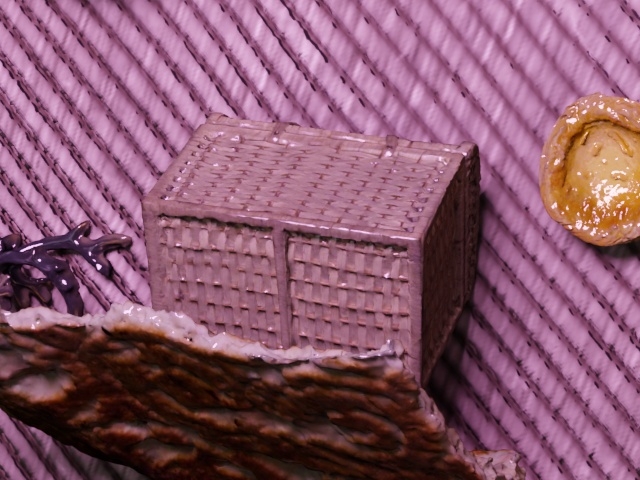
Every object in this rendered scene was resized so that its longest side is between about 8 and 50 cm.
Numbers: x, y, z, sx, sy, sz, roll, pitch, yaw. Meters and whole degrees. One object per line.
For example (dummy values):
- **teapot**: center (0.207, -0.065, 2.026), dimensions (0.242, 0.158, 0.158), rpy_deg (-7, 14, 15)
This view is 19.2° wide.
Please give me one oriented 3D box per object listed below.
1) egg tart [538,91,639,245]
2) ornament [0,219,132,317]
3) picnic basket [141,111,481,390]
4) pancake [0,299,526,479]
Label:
- **egg tart**: center (0.196, -0.048, 1.282), dimensions (0.105, 0.039, 0.105), rpy_deg (2, 98, 18)
- **ornament**: center (-0.243, -0.046, 1.410), dimensions (0.236, 0.080, 0.202), rpy_deg (35, 109, 14)
- **picnic basket**: center (0.000, 0.000, 1.293), dimensions (0.196, 0.154, 0.134), rpy_deg (7, 123, 17)
- **pancake**: center (-0.065, 0.110, 1.279), dimensions (0.427, 0.305, 0.067), rpy_deg (9, 61, 18)
